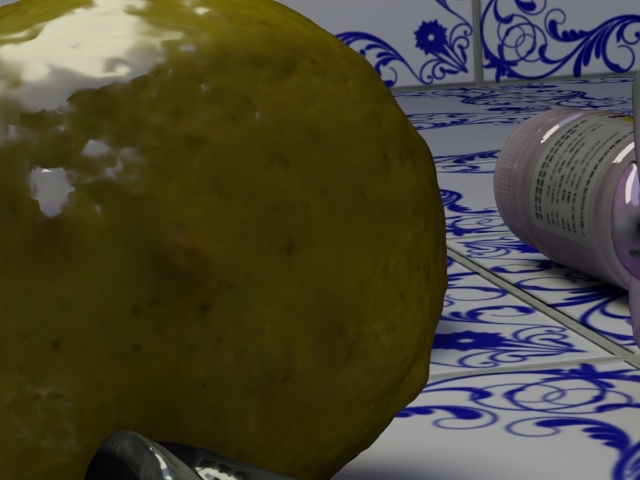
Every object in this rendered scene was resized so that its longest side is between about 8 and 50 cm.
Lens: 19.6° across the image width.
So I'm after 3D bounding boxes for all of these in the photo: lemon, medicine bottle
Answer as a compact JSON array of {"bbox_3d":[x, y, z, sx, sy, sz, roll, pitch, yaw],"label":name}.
[{"bbox_3d":[-0.092,0.009,0.867,0.316,0.285,0.285,26,-10,-36],"label":"lemon"},{"bbox_3d":[0.233,-0.031,1.427,0.133,0.133,0.250,-5,9,-14],"label":"medicine bottle"}]

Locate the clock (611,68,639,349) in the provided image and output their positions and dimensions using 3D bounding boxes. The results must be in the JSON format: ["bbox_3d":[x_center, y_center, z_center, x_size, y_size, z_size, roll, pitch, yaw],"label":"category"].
[{"bbox_3d":[0.281,-0.011,1.056,0.228,0.090,0.248,1,-34,2],"label":"clock"}]

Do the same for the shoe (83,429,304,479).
[{"bbox_3d":[-0.005,0.130,0.675,0.112,0.099,0.227,-1,11,-33],"label":"shoe"}]
